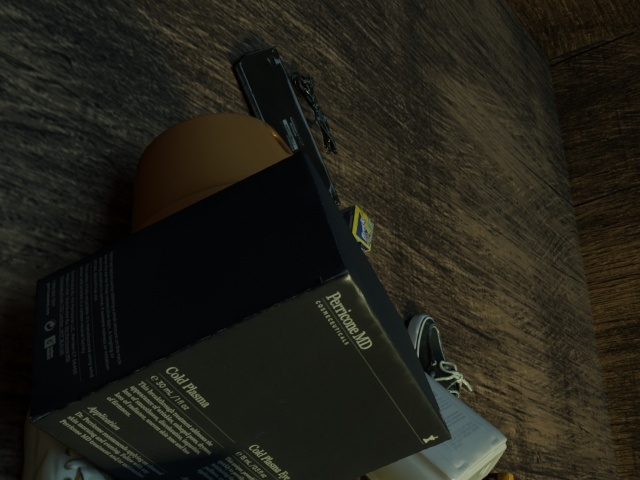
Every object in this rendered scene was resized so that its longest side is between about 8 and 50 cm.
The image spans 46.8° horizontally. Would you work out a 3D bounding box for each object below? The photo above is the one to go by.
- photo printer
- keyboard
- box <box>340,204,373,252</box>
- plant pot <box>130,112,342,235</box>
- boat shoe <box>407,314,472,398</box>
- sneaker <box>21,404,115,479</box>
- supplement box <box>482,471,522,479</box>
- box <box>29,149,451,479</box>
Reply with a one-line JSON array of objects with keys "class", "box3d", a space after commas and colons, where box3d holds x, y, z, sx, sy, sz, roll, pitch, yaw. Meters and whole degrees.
[{"class": "photo printer", "box3d": [0.117, 0.279, 1.171, 0.308, 0.107, 0.256, 37, 20, 25]}, {"class": "keyboard", "box3d": [-0.042, -0.199, 1.346, 0.201, 0.033, 0.317, -35, 106, -50]}, {"class": "box", "box3d": [0.000, 0.000, 1.188, 0.054, 0.169, 0.059, 42, 44, -39]}, {"class": "plant pot", "box3d": [-0.120, -0.022, 0.948, 0.291, 0.291, 0.203, 25, 38, -50]}, {"class": "boat shoe", "box3d": [0.238, 0.291, 1.476, 0.113, 0.105, 0.306, 34, 49, -45]}, {"class": "sneaker", "box3d": [-0.242, 0.237, 0.761, 0.106, 0.123, 0.290, 37, 46, -41]}, {"class": "supplement box", "box3d": [0.306, 0.526, 1.391, 0.194, 0.191, 0.129, 38, 47, -43]}, {"class": "box", "box3d": [-0.070, 0.133, 0.796, 0.343, 0.313, 0.179, 59, 10, -45]}]
